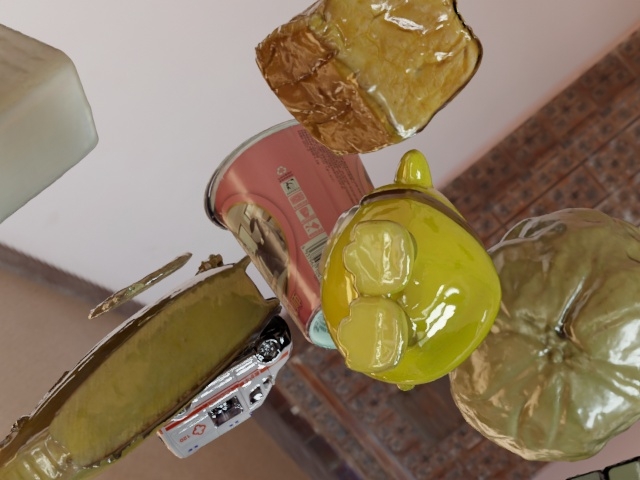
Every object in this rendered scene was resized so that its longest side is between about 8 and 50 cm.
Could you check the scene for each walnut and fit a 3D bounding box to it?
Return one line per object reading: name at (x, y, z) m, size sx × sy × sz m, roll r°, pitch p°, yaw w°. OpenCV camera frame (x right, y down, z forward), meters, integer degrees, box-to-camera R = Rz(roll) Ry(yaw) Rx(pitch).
walnut at (0.270, 0.104, 1.159) m, size 0.277 × 0.253 × 0.281 m, roll -47°, pitch 136°, yaw -77°

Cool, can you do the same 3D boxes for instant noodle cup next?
instant noodle cup at (0.000, 0.000, 1.349) m, size 0.255 × 0.244 × 0.244 m, roll 59°, pitch 13°, yaw 30°

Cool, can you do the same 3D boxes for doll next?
doll at (0.082, 0.025, 0.848) m, size 0.145 × 0.199 × 0.363 m, roll 8°, pitch 4°, yaw 12°

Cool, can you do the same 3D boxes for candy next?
candy at (-0.452, -0.102, 1.163) m, size 0.208 × 0.359 × 0.145 m, roll 30°, pitch -34°, yaw 23°

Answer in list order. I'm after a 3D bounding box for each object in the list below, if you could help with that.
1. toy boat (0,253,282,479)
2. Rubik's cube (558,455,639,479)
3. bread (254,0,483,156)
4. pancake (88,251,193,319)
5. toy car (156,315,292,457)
toy boat at (-0.157, 0.117, 0.861) m, size 0.089 × 0.121 × 0.321 m, roll 53°, pitch 46°, yaw -6°
Rubik's cube at (0.262, 0.305, 0.816) m, size 0.182 × 0.184 × 0.187 m, roll 49°, pitch 27°, yaw -36°
bread at (0.046, -0.172, 0.915) m, size 0.143 × 0.158 × 0.149 m, roll 55°, pitch -29°, yaw -15°
pancake at (-0.284, 0.071, 1.593) m, size 0.021 × 0.199 × 0.199 m, roll 58°, pitch 9°, yaw -2°
toy car at (-0.121, 0.178, 1.264) m, size 0.089 × 0.210 × 0.108 m, roll 40°, pitch -22°, yaw 57°
